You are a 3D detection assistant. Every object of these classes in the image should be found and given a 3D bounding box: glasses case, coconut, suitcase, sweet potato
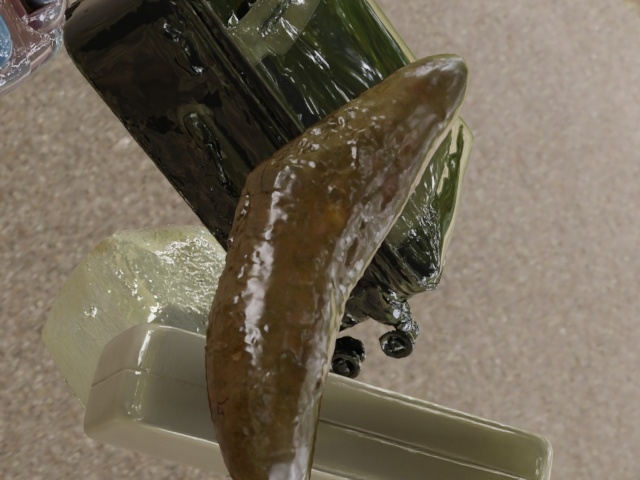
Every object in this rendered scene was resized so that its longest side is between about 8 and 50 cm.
[{"bbox_3d":[-0.001,0.148,1.013,0.336,0.144,0.076,18,71,-18],"label":"glasses case"},{"bbox_3d":[-0.185,0.099,1.520,0.245,0.245,0.247,-4,38,-46],"label":"coconut"},{"bbox_3d":[-0.025,-0.116,1.205,0.434,0.194,0.283,51,33,-22],"label":"suitcase"},{"bbox_3d":[-0.004,0.000,0.868,0.114,0.092,0.341,27,68,-7],"label":"sweet potato"}]

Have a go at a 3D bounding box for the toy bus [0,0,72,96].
[{"bbox_3d":[-0.409,-0.236,1.520,0.294,0.232,0.197,-50,121,-48],"label":"toy bus"}]
